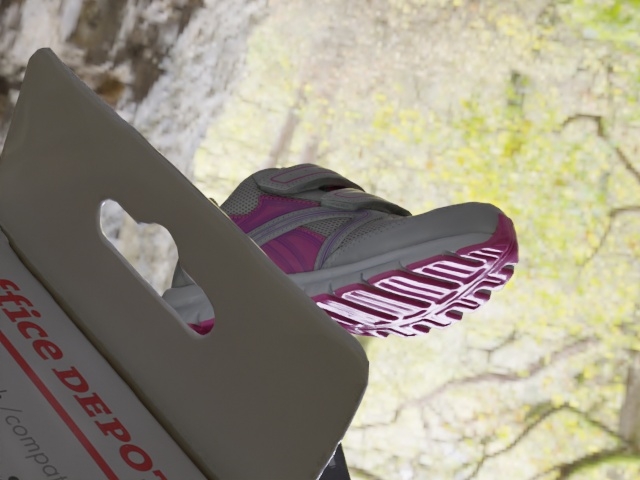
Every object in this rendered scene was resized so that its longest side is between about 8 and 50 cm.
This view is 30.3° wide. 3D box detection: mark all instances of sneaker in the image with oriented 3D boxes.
[{"bbox_3d":[0.000,0.000,0.727,0.252,0.111,0.103,-10,157,30],"label":"sneaker"}]

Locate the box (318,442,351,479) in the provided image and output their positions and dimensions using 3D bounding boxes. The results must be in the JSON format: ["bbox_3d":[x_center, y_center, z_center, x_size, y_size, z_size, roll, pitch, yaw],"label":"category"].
[{"bbox_3d":[-0.110,0.302,1.034,0.318,0.097,0.395,-13,-167,-1],"label":"box"}]

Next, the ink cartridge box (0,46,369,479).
[{"bbox_3d":[-0.149,0.126,0.424,0.207,0.353,0.119,42,-152,30],"label":"ink cartridge box"}]
